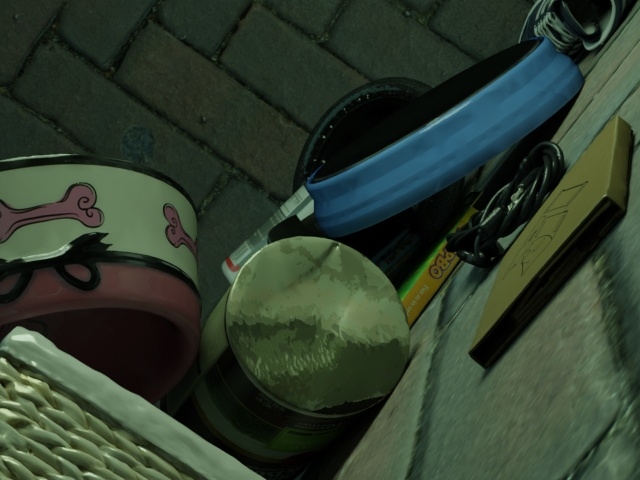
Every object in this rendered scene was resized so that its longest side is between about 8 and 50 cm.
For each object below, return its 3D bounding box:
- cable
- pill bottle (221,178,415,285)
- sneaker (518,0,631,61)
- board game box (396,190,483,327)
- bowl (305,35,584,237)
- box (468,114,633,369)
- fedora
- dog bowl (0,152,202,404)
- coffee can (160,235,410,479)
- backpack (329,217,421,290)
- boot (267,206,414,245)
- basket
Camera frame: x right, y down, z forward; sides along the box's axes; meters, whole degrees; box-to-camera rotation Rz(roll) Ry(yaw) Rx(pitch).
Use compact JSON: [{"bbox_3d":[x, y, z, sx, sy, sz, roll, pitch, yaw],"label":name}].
[{"bbox_3d":[0.187,-0.040,1.342,0.150,0.047,0.184,-53,0,3],"label":"cable"},{"bbox_3d":[0.000,0.000,2.019,0.283,0.161,0.161,-43,2,5],"label":"pill bottle"},{"bbox_3d":[0.336,-0.294,1.799,0.153,0.099,0.282,-52,2,-39],"label":"sneaker"},{"bbox_3d":[0.124,0.050,1.612,0.259,0.039,0.124,-56,2,1],"label":"board game box"},{"bbox_3d":[0.151,-0.140,1.701,0.391,0.077,0.391,-31,8,5],"label":"bowl"},{"bbox_3d":[0.181,-0.003,1.019,0.164,0.021,0.201,-53,1,26],"label":"box"},{"bbox_3d":[0.118,-0.095,2.163,0.334,0.334,0.152,-53,-29,10],"label":"fedora"},{"bbox_3d":[-0.303,0.089,1.348,0.408,0.150,0.408,-16,-27,-9],"label":"dog bowl"},{"bbox_3d":[-0.047,0.144,1.454,0.201,0.201,0.275,-54,1,-34],"label":"coffee can"},{"bbox_3d":[0.057,0.065,1.777,0.158,0.117,0.173,-38,-36,-38],"label":"backpack"},{"bbox_3d":[0.010,0.054,1.912,0.263,0.091,0.229,-19,-45,-27],"label":"boot"},{"bbox_3d":[-0.242,0.323,1.206,0.328,0.331,0.266,-53,6,46],"label":"basket"}]
